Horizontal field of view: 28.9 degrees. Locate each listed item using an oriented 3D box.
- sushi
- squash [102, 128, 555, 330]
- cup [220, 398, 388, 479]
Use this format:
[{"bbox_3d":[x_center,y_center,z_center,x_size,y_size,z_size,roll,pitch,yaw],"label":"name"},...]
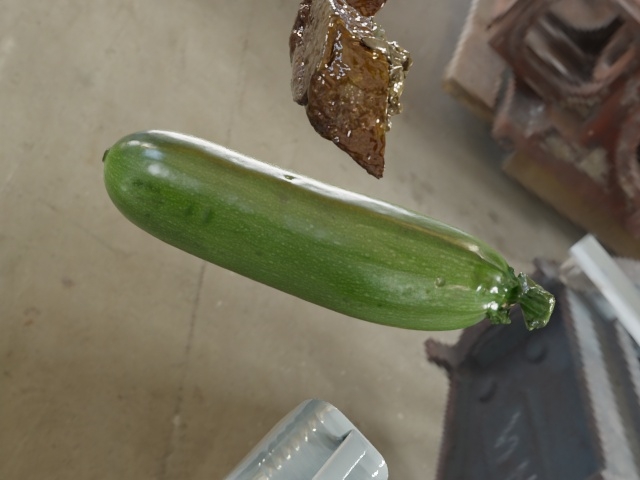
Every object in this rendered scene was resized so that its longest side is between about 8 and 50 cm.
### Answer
[{"bbox_3d":[0.014,-0.075,0.561,0.055,0.052,0.120,23,23,-17],"label":"sushi"},{"bbox_3d":[0.000,0.000,0.990,0.378,0.101,0.101,18,41,4],"label":"squash"},{"bbox_3d":[-0.018,0.180,0.870,0.095,0.128,0.129,45,44,2],"label":"cup"}]
